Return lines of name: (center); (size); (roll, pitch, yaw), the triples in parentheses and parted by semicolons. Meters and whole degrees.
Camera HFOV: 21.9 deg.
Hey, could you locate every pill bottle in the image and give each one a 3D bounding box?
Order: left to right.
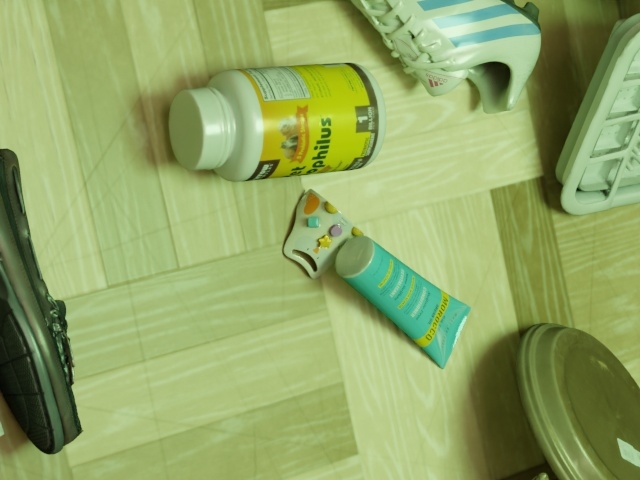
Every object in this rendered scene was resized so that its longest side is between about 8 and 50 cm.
pill bottle: (-0.046, -0.124, 1.738); (0.215, 0.117, 0.117); (-7, 91, -30)

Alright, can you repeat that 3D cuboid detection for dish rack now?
dish rack: (0.433, -0.175, 1.982); (0.333, 0.072, 0.285); (-10, 135, -30)

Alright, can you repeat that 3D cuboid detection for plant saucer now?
plant saucer: (0.323, 0.212, 1.895); (0.278, 0.041, 0.278); (39, 33, -31)

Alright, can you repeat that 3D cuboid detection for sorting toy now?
sorting toy: (0.000, 0.000, 1.810); (0.083, 0.045, 0.075); (41, 88, -22)

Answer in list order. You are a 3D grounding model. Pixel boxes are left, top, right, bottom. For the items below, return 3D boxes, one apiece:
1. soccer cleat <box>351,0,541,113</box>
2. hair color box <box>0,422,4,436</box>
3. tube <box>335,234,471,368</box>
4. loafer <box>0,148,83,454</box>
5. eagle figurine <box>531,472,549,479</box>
soccer cleat: (0.111, -0.248, 1.838); (0.331, 0.116, 0.143); (23, 76, -28)
hair color box: (-0.371, 0.165, 1.523); (0.167, 0.053, 0.093); (-28, 104, -60)
tube: (0.096, 0.065, 1.844); (0.207, 0.052, 0.080); (38, 76, -41)
loafer: (-0.284, 0.054, 1.599); (0.095, 0.109, 0.302); (-25, 97, -33)
eagle figurine: (0.207, 0.435, 1.825); (0.226, 0.225, 0.298); (40, 57, -37)
